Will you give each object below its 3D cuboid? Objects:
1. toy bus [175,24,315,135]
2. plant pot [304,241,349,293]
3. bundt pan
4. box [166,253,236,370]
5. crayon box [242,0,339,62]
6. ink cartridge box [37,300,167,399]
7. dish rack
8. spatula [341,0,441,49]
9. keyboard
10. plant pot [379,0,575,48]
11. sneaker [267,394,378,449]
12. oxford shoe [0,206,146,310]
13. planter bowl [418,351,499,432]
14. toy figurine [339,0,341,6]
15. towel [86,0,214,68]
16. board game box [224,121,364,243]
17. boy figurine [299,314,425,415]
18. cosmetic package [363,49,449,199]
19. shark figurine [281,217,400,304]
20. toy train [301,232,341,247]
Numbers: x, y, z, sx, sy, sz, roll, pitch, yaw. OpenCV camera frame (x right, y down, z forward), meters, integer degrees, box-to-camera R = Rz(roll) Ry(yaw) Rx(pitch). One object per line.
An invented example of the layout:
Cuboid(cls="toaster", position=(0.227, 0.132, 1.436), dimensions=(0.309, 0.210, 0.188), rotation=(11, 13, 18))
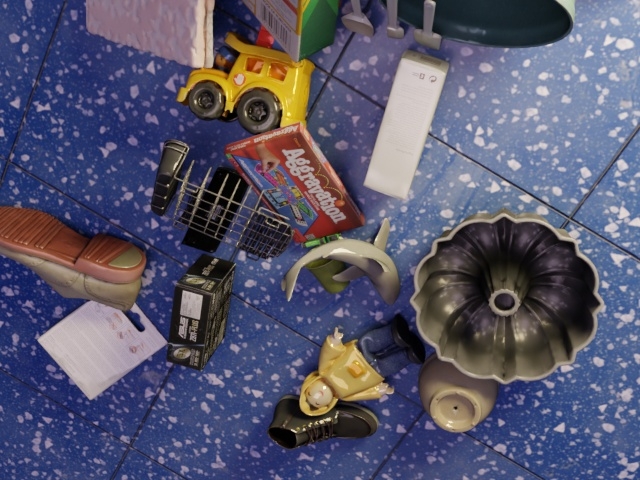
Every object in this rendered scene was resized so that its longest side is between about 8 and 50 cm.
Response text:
Cuboid(cls="toy bus", position=(-0.119, -0.296, 1.372), dimensions=(0.220, 0.149, 0.212), rotation=(15, 101, 9))
Cuboid(cls="plant pot", position=(0.019, 0.058, 1.516), dimensions=(0.083, 0.083, 0.079), rotation=(-17, 118, 19))
Cuboid(cls="bundt pan", position=(0.331, 0.087, 1.423), dimensions=(0.330, 0.124, 0.331), rotation=(4, 113, 11))
Cuboid(cls="box", position=(-0.237, 0.142, 1.568), dimensions=(0.077, 0.147, 0.180), rotation=(15, 115, 7))
Cuboid(cls="crayon box", position=(-0.054, -0.452, 1.179), dimensions=(0.203, 0.083, 0.323), rotation=(52, 160, 19))
Cuboid(cls="ink cartridge box", position=(-0.471, 0.215, 1.719), dimensions=(0.224, 0.056, 0.181), rotation=(-37, 100, 5))
Cuboid(cls="dish rack", position=(-0.176, -0.059, 1.420), dimensions=(0.271, 0.074, 0.208), rotation=(24, 156, -7))
Cuboid(cls="spatula", position=(0.110, -0.350, 1.242), dimensions=(0.168, 0.242, 0.019), rotation=(19, 91, 7))
Cuboid(cls="keyboard", position=(-0.217, -0.068, 1.548), dimensions=(0.100, 0.038, 0.192), rotation=(20, 116, -21))
Cuboid(cls="plant pot", position=(0.247, -0.431, 1.167), dimensions=(0.293, 0.293, 0.196), rotation=(13, 88, 8))
Cuboid(cls="sneaker", position=(0.004, 0.393, 1.628), dimensions=(0.222, 0.118, 0.083), rotation=(5, 113, 11))
Cuboid(cls="oxford shoe", position=(-0.558, 0.044, 1.614), dimensions=(0.396, 0.140, 0.147), rotation=(20, 122, 7))
Cuboid(cls="planter bowl", position=(0.267, 0.305, 1.535), dimensions=(0.162, 0.109, 0.162), rotation=(5, 113, 11))
Cuboid(cls="toy figurine", position=(0.041, -0.583, 1.236), dimensions=(0.217, 0.191, 0.363), rotation=(-32, 87, -12))
Cuboid(cls="towel", position=(-0.283, -0.472, 1.301), dimensions=(0.331, 0.053, 0.317), rotation=(26, 121, 35))
Cuboid(cls="board game box", position=(-0.039, -0.094, 1.406), dimensions=(0.145, 0.027, 0.281), rotation=(-16, 141, 19))
Cuboid(cls="boy figurine", position=(0.063, 0.254, 1.575), dimensions=(0.285, 0.092, 0.177), rotation=(-32, 104, 19))
Cuboid(cls="cosmetic package", position=(0.148, -0.200, 1.354), dimensions=(0.085, 0.117, 0.231), rotation=(19, 114, 6))
Cuboid(cls="shark figurine", position=(0.063, 0.045, 1.421), dimensions=(0.278, 0.116, 0.166), rotation=(7, 107, -34))
Cuboid(cls="toy train", position=(0.000, 0.000, 1.521), dimensions=(0.083, 0.024, 0.017), rotation=(-16, 107, 18))
